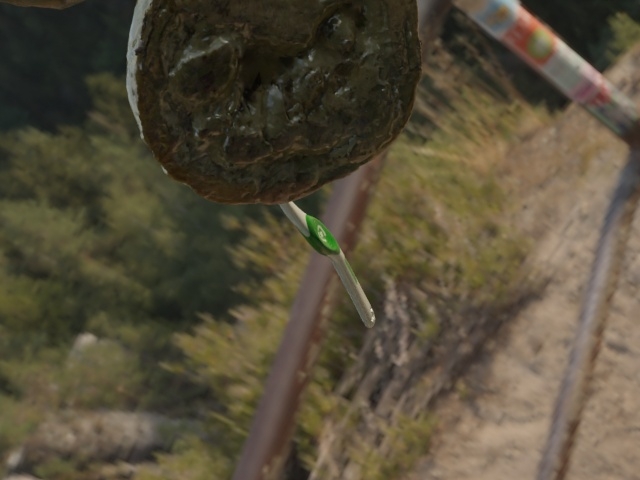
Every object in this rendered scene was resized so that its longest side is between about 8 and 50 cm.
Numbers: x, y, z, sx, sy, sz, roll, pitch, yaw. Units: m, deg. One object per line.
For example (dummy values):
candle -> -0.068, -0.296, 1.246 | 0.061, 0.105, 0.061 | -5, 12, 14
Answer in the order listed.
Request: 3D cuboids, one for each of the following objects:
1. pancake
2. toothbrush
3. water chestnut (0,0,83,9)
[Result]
pancake -> -0.021, -0.088, 0.633 | 0.158, 0.158, 0.028 | -52, 33, 9
toothbrush -> -0.002, 0.000, 1.208 | 0.030, 0.304, 0.030 | -11, 55, 15
water chestnut -> -0.104, -0.234, 0.727 | 0.300, 0.300, 0.300 | -33, 40, 34
